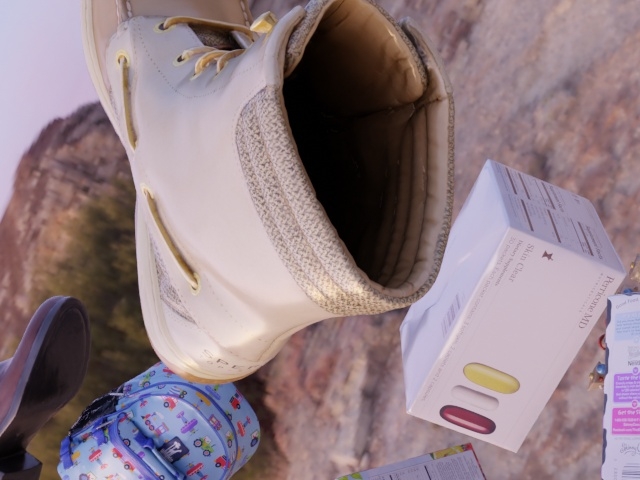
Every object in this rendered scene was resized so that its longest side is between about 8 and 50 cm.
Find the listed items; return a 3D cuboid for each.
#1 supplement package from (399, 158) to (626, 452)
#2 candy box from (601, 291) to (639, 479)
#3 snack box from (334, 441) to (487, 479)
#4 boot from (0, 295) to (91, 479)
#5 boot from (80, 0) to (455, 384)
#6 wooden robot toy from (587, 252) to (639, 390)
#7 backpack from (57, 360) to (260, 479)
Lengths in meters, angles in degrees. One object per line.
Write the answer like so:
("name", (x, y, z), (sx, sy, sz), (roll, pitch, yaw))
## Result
("supplement package", (0.215, 0.074, 1.251), (0.204, 0.145, 0.261), (-87, 19, -64))
("candy box", (0.322, 0.153, 0.910), (0.070, 0.165, 0.196), (-14, 66, 52))
("snack box", (0.031, 0.180, 0.684), (0.141, 0.100, 0.037), (-53, 51, 51))
("boot", (-0.404, 0.140, 1.184), (0.096, 0.280, 0.264), (-4, -65, -61))
("boot", (-0.033, -0.077, 0.474), (0.203, 0.095, 0.261), (-30, 66, 60))
("wooden robot toy", (0.376, 0.108, 1.240), (0.076, 0.079, 0.173), (28, -98, -82))
("backpack", (-0.157, 0.210, 1.082), (0.173, 0.158, 0.117), (-33, 10, 20))
